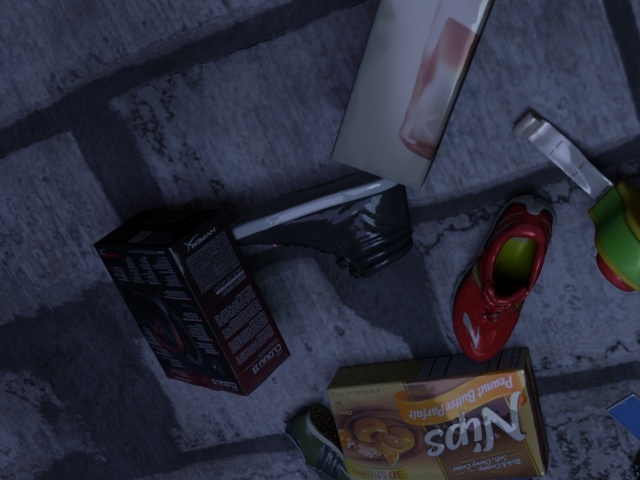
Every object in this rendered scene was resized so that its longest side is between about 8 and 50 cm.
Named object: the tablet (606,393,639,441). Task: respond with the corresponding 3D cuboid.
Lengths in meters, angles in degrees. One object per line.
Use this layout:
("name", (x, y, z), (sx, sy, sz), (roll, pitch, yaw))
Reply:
("tablet", (0.491, 0.276, 1.390), (0.083, 0.006, 0.054), (41, 120, -10))

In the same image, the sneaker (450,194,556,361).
("sneaker", (0.250, 0.068, 1.276), (0.107, 0.118, 0.279), (17, 121, 6))

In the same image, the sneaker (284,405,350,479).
("sneaker", (0.014, 0.369, 1.546), (0.086, 0.064, 0.192), (-28, 108, 35))

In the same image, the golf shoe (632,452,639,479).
("golf shoe", (0.608, 0.416, 1.388), (0.273, 0.120, 0.105), (42, 130, 17))

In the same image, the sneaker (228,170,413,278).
("sneaker", (0.000, 0.000, 1.314), (0.295, 0.104, 0.147), (-16, 108, 18))

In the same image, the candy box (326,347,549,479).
("candy box", (0.186, 0.283, 1.418), (0.316, 0.087, 0.183), (-9, 105, 19))

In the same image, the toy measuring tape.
("toy measuring tape", (0.364, -0.035, 1.143), (0.330, 0.121, 0.121), (46, 121, 7))

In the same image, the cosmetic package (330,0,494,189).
("cosmetic package", (0.126, -0.234, 1.125), (0.129, 0.153, 0.296), (21, 123, 4))

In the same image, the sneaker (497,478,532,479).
("sneaker", (0.248, 0.397, 1.485), (0.221, 0.083, 0.087), (-11, 120, 23))

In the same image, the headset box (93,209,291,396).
("headset box", (-0.190, 0.104, 1.376), (0.218, 0.110, 0.293), (1, 122, 48))
